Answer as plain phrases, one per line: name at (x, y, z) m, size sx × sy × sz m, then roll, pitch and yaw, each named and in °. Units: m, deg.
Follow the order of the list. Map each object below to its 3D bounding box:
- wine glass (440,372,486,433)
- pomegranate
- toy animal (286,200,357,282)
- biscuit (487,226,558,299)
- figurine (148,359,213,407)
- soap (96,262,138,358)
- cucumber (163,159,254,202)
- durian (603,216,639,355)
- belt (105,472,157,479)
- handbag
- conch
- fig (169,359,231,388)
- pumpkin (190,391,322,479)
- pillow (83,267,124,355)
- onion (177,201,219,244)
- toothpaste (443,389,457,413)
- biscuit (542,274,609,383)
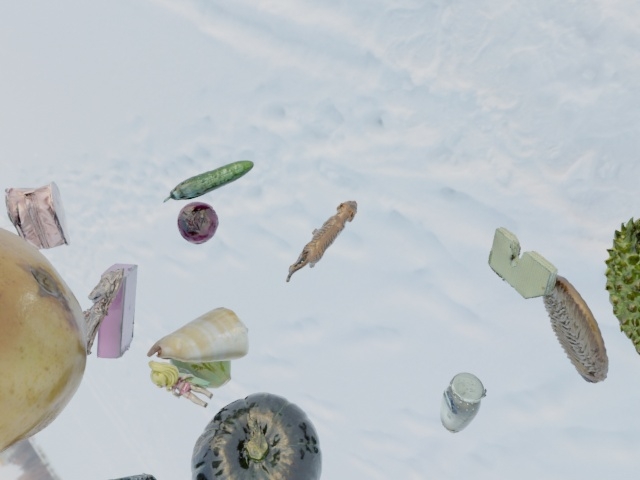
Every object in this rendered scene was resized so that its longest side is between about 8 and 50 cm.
wine glass at (0.424, 0.491, 1.536) m, size 0.111 × 0.111 × 0.205 m, roll 35°, pitch 143°, yaw 29°
pomegranate at (-0.603, 0.175, 0.839) m, size 0.416 × 0.416 × 0.417 m, roll 30°, pitch 137°, yaw 33°
toy animal at (0.000, 0.000, 1.146) m, size 0.056 × 0.241 × 0.099 m, roll 40°, pitch 156°, yaw 0°
biscuit at (0.582, 0.076, 1.475) m, size 0.250 × 0.046 × 0.148 m, roll -123°, pitch 26°, yaw -54°
figurine at (-0.366, 0.369, 1.322) m, size 0.187 × 0.083 × 0.083 m, roll 30°, pitch 141°, yaw 5°
soap at (-0.624, 0.210, 1.566) m, size 0.181 × 0.081 × 0.260 m, roll -129°, pitch 44°, yaw -76°
cucumber at (-0.287, -0.151, 1.301) m, size 0.056 × 0.249 × 0.056 m, roll 56°, pitch 161°, yaw 31°
durian at (0.656, 0.118, 0.975) m, size 0.158 × 0.169 × 0.352 m, roll -28°, pitch 105°, yaw 33°
belt at (-0.499, 0.612, 1.158) m, size 0.206 × 0.267 × 0.116 m, roll 117°, pitch 143°, yaw -74°
handbag at (-0.788, -0.065, 1.426) m, size 0.179 × 0.116 × 0.205 m, roll -123°, pitch 27°, yaw -46°
conch at (-0.272, 0.219, 1.192) m, size 0.158 × 0.255 × 0.127 m, roll -1°, pitch 83°, yaw 38°
fig at (-0.418, 0.414, 1.787) m, size 0.230 × 0.207 × 0.207 m, roll 34°, pitch 141°, yaw 47°
pumpkin at (-0.153, 0.538, 1.239) m, size 0.323 × 0.323 × 0.241 m, roll 44°, pitch 151°, yaw 17°
pillow at (-0.564, 0.182, 1.269) m, size 0.049 × 0.249 × 0.135 m, roll 30°, pitch 155°, yaw -33°
onion at (-0.326, -0.048, 1.345) m, size 0.115 × 0.115 × 0.104 m, roll 50°, pitch 175°, yaw 11°
toothpaste at (0.323, 0.402, 1.269) m, size 0.027 × 0.083 × 0.019 m, roll 38°, pitch 106°, yaw -16°
biscuit at (0.705, 0.244, 1.427) m, size 0.318 × 0.040 × 0.318 m, roll -19°, pitch -90°, yaw -86°
